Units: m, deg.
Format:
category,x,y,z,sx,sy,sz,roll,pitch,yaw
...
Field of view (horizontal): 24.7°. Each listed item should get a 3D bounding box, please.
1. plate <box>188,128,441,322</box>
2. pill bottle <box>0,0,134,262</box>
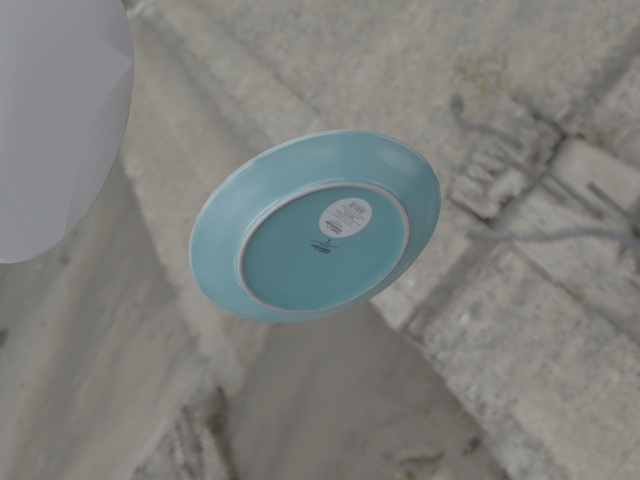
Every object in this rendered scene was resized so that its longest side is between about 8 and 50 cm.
category,x,y,z,sx,sy,sz,roll,pitch,yaw
plate,0.000,0.000,1.038,0.188,0.188,0.024,-43,43,22
pill bottle,-0.249,-0.095,0.635,0.323,0.181,0.181,17,63,23
